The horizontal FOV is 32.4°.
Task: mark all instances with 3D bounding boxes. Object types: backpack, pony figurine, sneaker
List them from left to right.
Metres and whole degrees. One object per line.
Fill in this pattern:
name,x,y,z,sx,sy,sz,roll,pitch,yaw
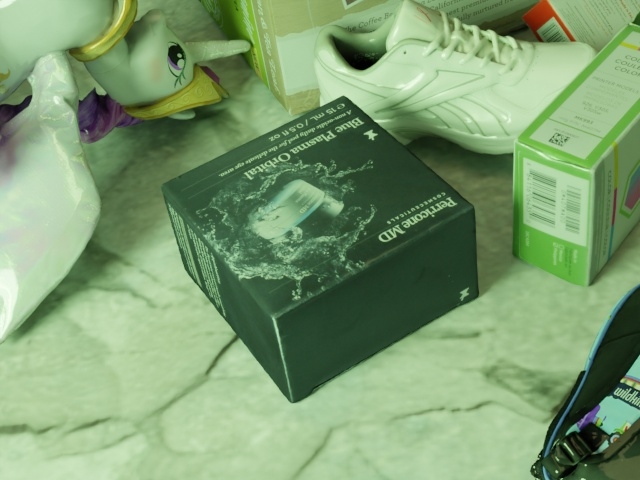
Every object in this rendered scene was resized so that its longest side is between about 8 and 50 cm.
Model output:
pony figurine,-0.241,-0.131,0.800,0.351,0.363,0.303,-38,56,-5
sneaker,0.097,-0.131,0.836,0.232,0.115,0.090,-4,45,18
backpack,0.211,0.106,0.592,0.158,0.117,0.173,16,50,24

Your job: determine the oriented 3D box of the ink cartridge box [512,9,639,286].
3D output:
ink cartridge box,0.216,-0.078,0.782,0.062,0.109,0.209,25,54,30

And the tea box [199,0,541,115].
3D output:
tea box,0.040,-0.328,0.988,0.329,0.220,0.323,-22,45,-12

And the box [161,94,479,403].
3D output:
box,0.000,0.000,0.756,0.156,0.093,0.158,-29,48,-18

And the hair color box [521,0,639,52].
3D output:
hair color box,0.245,-0.199,0.923,0.141,0.043,0.072,-34,90,-22
